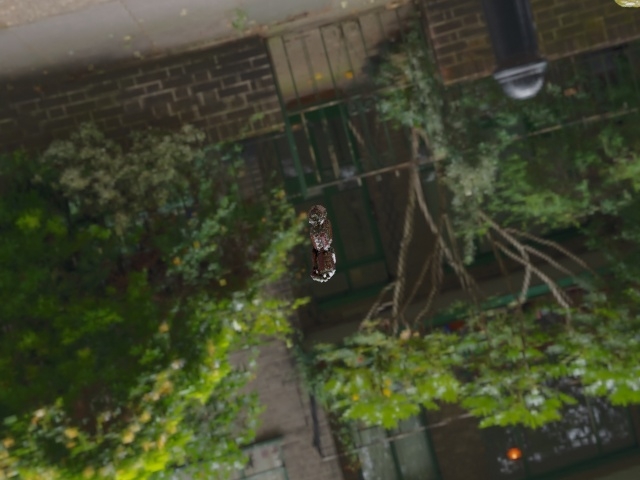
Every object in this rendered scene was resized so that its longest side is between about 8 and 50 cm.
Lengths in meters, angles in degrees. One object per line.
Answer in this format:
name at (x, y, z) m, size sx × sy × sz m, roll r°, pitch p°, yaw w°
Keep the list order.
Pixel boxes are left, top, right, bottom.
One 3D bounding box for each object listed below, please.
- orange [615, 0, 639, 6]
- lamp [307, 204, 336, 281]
orange at (0.601, -0.444, 1.341) m, size 0.237 × 0.158 × 0.179 m, roll 24°, pitch -167°, yaw 41°
lamp at (0.000, 0.000, 0.982) m, size 0.031 × 0.083 × 0.063 m, roll -6°, pitch -163°, yaw 7°
